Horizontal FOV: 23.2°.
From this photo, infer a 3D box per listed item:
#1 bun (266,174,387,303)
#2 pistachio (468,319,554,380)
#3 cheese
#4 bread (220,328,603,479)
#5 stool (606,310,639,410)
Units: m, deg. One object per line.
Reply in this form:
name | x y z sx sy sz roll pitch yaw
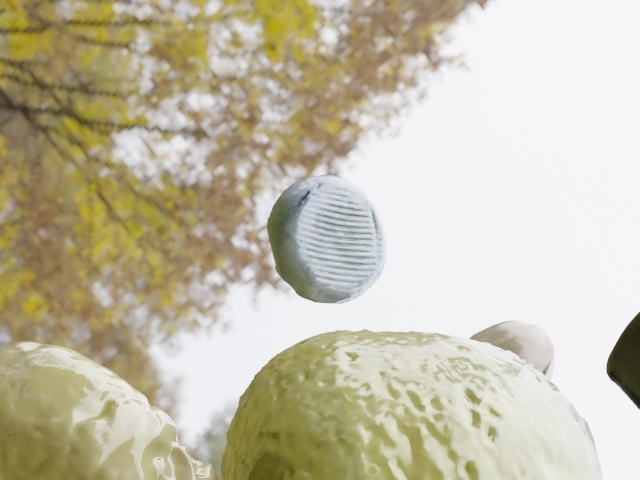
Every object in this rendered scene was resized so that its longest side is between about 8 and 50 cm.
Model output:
bun | 0.000 0.000 1.641 0.083 0.141 0.141 -9 -61 53
pistachio | 0.240 0.199 2.196 0.144 0.215 0.144 41 -20 19
cheese | -0.162 0.178 0.994 0.214 0.117 0.226 36 -47 -2
bread | 0.044 0.215 1.034 0.320 0.237 0.320 -176 -90 -67
stool | 0.384 0.129 1.541 0.139 0.153 0.228 49 5 30
